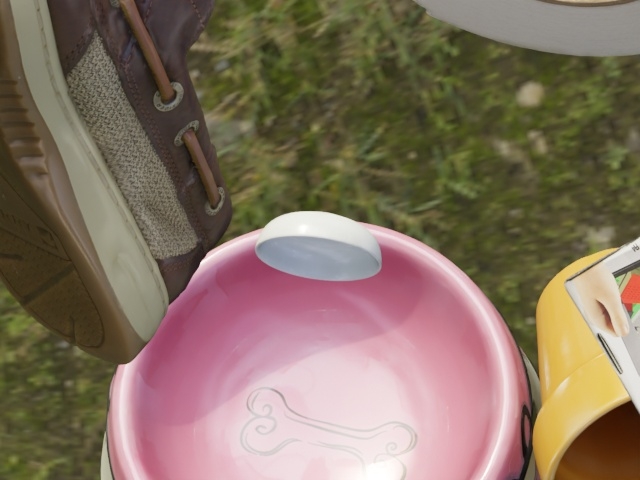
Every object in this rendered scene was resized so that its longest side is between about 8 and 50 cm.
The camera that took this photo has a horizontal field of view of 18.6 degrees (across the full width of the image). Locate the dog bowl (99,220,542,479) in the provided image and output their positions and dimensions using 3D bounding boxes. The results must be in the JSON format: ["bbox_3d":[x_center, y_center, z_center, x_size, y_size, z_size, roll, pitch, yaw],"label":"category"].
[{"bbox_3d":[0.000,0.162,1.673,0.408,0.150,0.408,-2,60,4],"label":"dog bowl"}]

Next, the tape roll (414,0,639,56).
[{"bbox_3d":[0.225,-0.290,1.713,0.392,0.392,0.072,20,62,-21],"label":"tape roll"}]

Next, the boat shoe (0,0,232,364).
[{"bbox_3d":[-0.106,-0.102,0.800,0.123,0.123,0.342,-43,137,-26],"label":"boat shoe"}]

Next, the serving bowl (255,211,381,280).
[{"bbox_3d":[0.000,0.000,1.276,0.083,0.083,0.027,15,69,-22],"label":"serving bowl"}]

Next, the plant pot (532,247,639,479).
[{"bbox_3d":[0.263,0.115,1.616,0.205,0.205,0.188,11,40,-23],"label":"plant pot"}]

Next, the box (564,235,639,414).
[{"bbox_3d":[0.192,0.008,0.603,0.207,0.036,0.114,-32,68,11],"label":"box"}]
